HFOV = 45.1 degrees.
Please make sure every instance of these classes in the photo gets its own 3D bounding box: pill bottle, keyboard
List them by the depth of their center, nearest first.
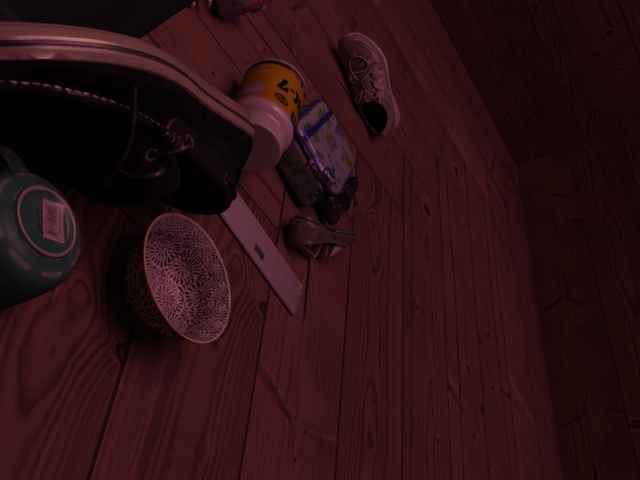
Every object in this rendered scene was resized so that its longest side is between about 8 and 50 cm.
[{"bbox_3d":[-0.101,0.014,1.285,0.256,0.014,0.072,56,33,-28],"label":"keyboard"},{"bbox_3d":[-0.097,-0.216,1.331,0.119,0.119,0.208,55,29,-31],"label":"pill bottle"}]

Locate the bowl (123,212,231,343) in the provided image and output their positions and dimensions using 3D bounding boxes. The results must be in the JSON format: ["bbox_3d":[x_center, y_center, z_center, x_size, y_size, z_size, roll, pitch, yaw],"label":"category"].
[{"bbox_3d":[-0.194,0.057,0.974,0.170,0.080,0.170,44,36,-44],"label":"bowl"}]

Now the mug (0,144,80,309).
[{"bbox_3d":[-0.311,-0.016,0.762,0.157,0.097,0.129,61,26,-21],"label":"mug"}]

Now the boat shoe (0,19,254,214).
[{"bbox_3d":[-0.222,-0.119,0.855,0.500,0.187,0.155,16,79,-69],"label":"boat shoe"}]

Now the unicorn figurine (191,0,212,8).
[{"bbox_3d":[-0.238,-0.476,1.313,0.162,0.060,0.111,64,19,-55],"label":"unicorn figurine"}]

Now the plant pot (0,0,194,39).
[{"bbox_3d":[-0.250,-0.374,0.870,0.341,0.334,0.341,43,37,-44],"label":"plant pot"}]

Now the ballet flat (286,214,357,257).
[{"bbox_3d":[0.000,0.000,1.458,0.213,0.072,0.068,16,85,-60],"label":"ballet flat"}]

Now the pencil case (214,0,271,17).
[{"bbox_3d":[-0.180,-0.548,1.410,0.124,0.114,0.273,-63,132,-84],"label":"pencil case"}]

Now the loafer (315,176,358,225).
[{"bbox_3d":[0.038,-0.086,1.597,0.170,0.062,0.061,-43,120,-53],"label":"loafer"}]

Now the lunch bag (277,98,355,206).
[{"bbox_3d":[-0.014,-0.177,1.516,0.176,0.090,0.219,61,25,-13],"label":"lunch bag"}]

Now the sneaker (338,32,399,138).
[{"bbox_3d":[0.126,-0.387,1.934,0.281,0.105,0.115,60,26,-22],"label":"sneaker"}]
